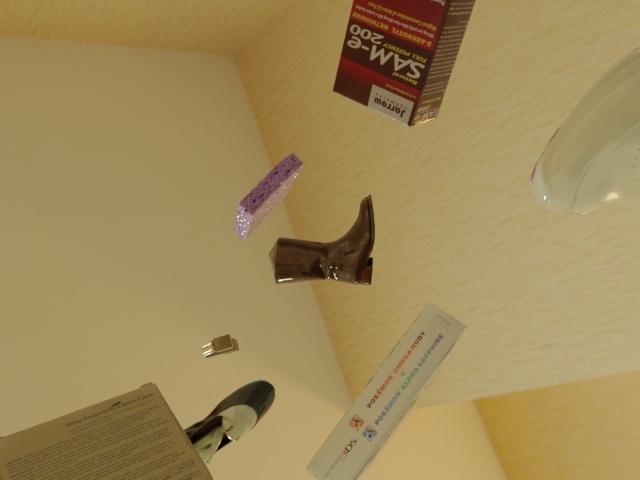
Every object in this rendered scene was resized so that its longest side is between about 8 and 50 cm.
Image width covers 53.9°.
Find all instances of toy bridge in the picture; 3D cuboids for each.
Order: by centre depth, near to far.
[{"bbox_3d":[-0.187,0.198,1.161,0.063,0.188,0.026,-16,-100,-7],"label":"toy bridge"}]

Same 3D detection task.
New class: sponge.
[{"bbox_3d":[-0.090,-0.067,1.036,0.031,0.210,0.117,42,-104,0],"label":"sponge"}]

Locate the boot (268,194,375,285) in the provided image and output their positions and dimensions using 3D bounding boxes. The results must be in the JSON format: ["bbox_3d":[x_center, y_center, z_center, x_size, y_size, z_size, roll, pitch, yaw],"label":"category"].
[{"bbox_3d":[0.000,0.000,0.667,0.037,0.114,0.106,-75,-12,-70],"label":"boot"}]

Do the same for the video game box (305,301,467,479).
[{"bbox_3d":[0.074,0.163,0.642,0.048,0.205,0.187,34,-98,16],"label":"video game box"}]

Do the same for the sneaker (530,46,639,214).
[{"bbox_3d":[0.306,-0.081,0.454,0.114,0.305,0.152,73,174,-51],"label":"sneaker"}]

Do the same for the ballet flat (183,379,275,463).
[{"bbox_3d":[-0.152,0.293,0.967,0.074,0.203,0.074,56,-175,-7],"label":"ballet flat"}]

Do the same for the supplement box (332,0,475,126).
[{"bbox_3d":[0.107,-0.275,0.762,0.130,0.239,0.073,32,-145,27],"label":"supplement box"}]

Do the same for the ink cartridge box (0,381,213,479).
[{"bbox_3d":[-0.292,0.319,0.841,0.235,0.088,0.193,-15,-137,-35],"label":"ink cartridge box"}]
